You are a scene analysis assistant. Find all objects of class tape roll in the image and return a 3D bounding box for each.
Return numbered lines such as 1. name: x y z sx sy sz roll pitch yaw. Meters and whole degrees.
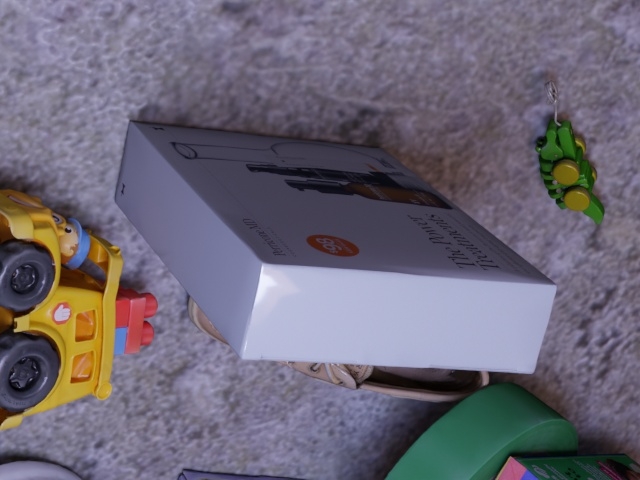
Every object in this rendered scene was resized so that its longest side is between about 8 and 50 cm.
1. tape roll: 0.153 0.308 1.880 0.321 0.077 0.321 -35 145 -29

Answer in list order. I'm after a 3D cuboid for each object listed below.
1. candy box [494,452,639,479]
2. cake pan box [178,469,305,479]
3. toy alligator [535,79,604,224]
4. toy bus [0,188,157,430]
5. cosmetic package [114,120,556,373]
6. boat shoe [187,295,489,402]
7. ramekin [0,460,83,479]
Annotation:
1. candy box: 0.248 0.375 1.889 0.317 0.122 0.268 9 115 -59
2. cake pan box: -0.061 0.387 1.914 0.267 0.070 0.245 10 110 -28
3. toy alligator: 0.256 -0.091 1.851 0.051 0.056 0.189 -10 125 27
4. toy bus: -0.255 0.052 1.644 0.211 0.149 0.220 -8 113 -35
5. cosmetic package: 0.000 0.000 1.583 0.284 0.377 0.097 2 110 -25
6. boat shoe: 0.027 0.094 1.794 0.341 0.110 0.121 13 107 -28
7. ramekin: -0.293 0.374 1.718 0.277 0.135 0.277 -18 119 -37
